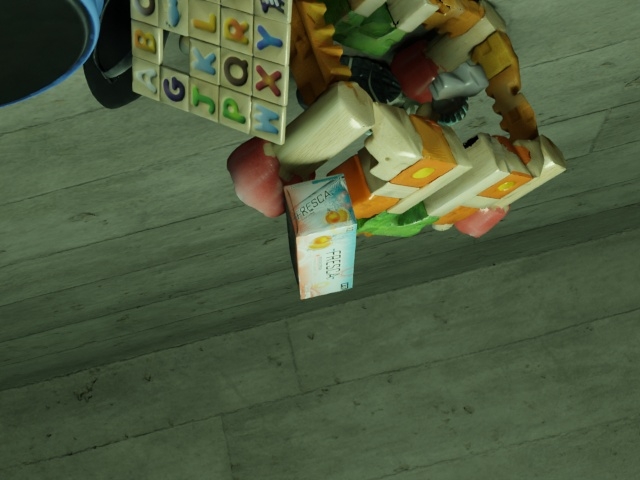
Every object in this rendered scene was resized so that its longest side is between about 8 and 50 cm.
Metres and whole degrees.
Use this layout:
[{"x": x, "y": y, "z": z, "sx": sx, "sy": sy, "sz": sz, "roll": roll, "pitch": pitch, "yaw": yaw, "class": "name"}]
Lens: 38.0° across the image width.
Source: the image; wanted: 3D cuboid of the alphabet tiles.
[{"x": -0.108, "y": -0.226, "z": 0.877, "sx": 0.009, "sy": 0.198, "sz": 0.237, "roll": -33, "pitch": 137, "yaw": -46, "class": "alphabet tiles"}]

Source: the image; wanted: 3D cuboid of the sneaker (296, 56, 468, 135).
[{"x": 0.078, "y": -0.188, "z": 1.356, "sx": 0.283, "sy": 0.110, "sz": 0.122, "roll": 0, "pitch": 165, "yaw": -33, "class": "sneaker"}]

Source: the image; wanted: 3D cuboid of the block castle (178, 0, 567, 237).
[{"x": 0.064, "y": -0.161, "z": 1.107, "sx": 0.453, "sy": 0.303, "sz": 0.213, "roll": 5, "pitch": 149, "yaw": -46, "class": "block castle"}]

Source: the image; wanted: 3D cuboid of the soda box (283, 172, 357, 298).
[{"x": 0.000, "y": 0.000, "z": 0.958, "sx": 0.063, "sy": 0.058, "sz": 0.183, "roll": -13, "pitch": 159, "yaw": -5, "class": "soda box"}]

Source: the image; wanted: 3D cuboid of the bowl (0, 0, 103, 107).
[{"x": -0.400, "y": -0.216, "z": 0.889, "sx": 0.391, "sy": 0.077, "sz": 0.391, "roll": -11, "pitch": 168, "yaw": -3, "class": "bowl"}]

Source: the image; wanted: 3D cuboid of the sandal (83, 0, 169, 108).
[{"x": -0.204, "y": -0.236, "z": 0.999, "sx": 0.054, "sy": 0.097, "sz": 0.254, "roll": -40, "pitch": 175, "yaw": -45, "class": "sandal"}]
